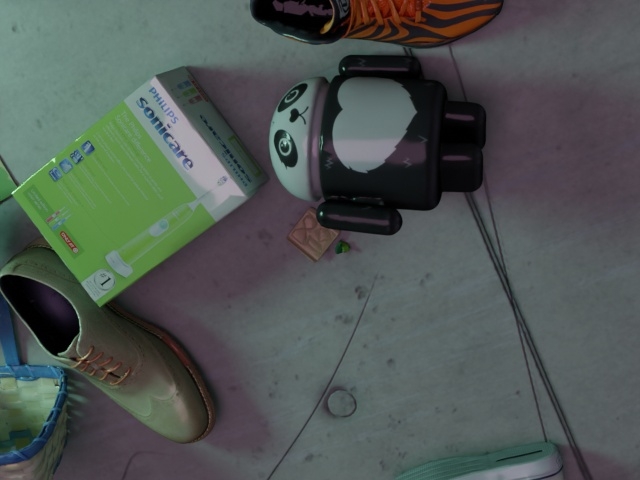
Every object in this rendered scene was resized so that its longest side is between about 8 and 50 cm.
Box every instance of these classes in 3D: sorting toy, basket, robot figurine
[{"bbox_3d":[0.000,0.000,1.452,0.083,0.012,0.062,39,105,2],"label":"sorting toy"},{"bbox_3d":[-0.486,0.253,1.506,0.201,0.255,0.289,0,114,1],"label":"basket"},{"bbox_3d":[0.072,-0.127,1.312,0.278,0.209,0.174,5,120,10],"label":"robot figurine"}]

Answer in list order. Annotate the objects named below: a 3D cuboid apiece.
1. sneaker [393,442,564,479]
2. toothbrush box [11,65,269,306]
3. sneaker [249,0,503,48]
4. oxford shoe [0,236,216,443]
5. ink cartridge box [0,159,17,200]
[{"bbox_3d":[0.228,0.366,1.470,0.258,0.094,0.091,-13,99,15],"label":"sneaker"},{"bbox_3d":[-0.251,-0.075,1.425,0.283,0.122,0.206,-35,96,20],"label":"toothbrush box"},{"bbox_3d":[0.065,-0.288,1.262,0.321,0.180,0.125,-3,106,13],"label":"sneaker"},{"bbox_3d":[-0.324,0.172,1.501,0.397,0.146,0.140,43,109,-3],"label":"oxford shoe"},{"bbox_3d":[-0.598,-0.088,1.533,0.235,0.056,0.171,-27,99,20],"label":"ink cartridge box"}]
